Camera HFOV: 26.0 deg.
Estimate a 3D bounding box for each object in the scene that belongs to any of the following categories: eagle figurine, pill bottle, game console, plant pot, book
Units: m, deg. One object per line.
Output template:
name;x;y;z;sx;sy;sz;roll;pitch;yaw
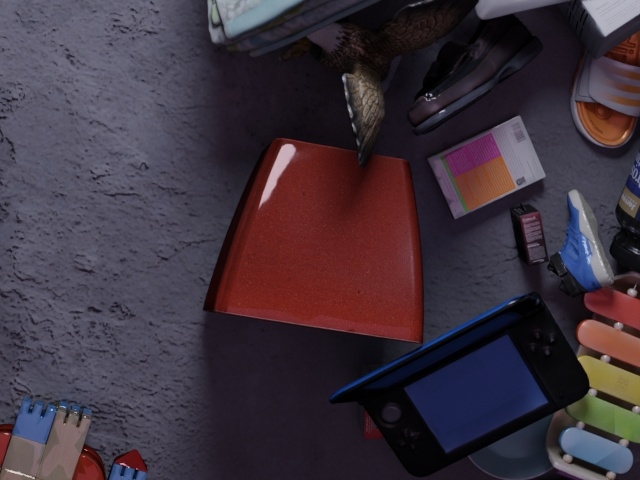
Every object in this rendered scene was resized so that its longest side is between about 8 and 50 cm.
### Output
eagle figurine;0.062;-0.233;1.752;0.225;0.298;0.226;-17;120;-25
pill bottle;0.485;-0.065;1.929;0.122;0.123;0.219;15;112;-8
game console;0.193;0.203;1.849;0.293;0.173;0.250;-29;109;12
plant pot;0.000;0.000;1.847;0.267;0.267;0.236;10;86;-8
book;0.233;-0.104;1.952;0.144;0.035;0.096;-24;99;-1

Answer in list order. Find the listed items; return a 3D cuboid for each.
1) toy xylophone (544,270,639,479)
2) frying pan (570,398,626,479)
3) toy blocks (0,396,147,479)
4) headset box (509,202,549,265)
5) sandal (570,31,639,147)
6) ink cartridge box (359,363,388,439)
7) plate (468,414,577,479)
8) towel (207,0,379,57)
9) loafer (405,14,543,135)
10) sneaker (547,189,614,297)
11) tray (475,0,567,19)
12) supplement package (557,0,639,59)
toy xylophone;0.454;0.206;1.994;0.236;0.081;0.323;14;90;-10
frying pan;0.350;0.388;2.051;0.197;0.053;0.326;1;90;-7
toy blocks;-0.396;0.333;1.916;0.381;0.191;0.261;18;88;-8
headset box;0.295;-0.012;1.960;0.032;0.062;0.083;-14;103;-3
sandal;0.414;-0.259;1.916;0.101;0.076;0.265;6;100;-7
ink cartridge box;0.127;0.231;1.993;0.135;0.056;0.099;1;102;-6
plate;0.286;0.256;2.022;0.188;0.024;0.188;-1;93;-10
towel;0.016;-0.421;1.687;0.374;0.321;0.090;-22;147;25
loafer;0.187;-0.228;1.821;0.109;0.302;0.095;-31;94;43
sneaker;0.352;0.007;1.956;0.084;0.058;0.152;-24;66;23
tray;0.316;-0.377;1.740;0.270;0.030;0.145;-12;86;7
supplement package;0.391;-0.386;1.824;0.194;0.149;0.203;-33;83;2
